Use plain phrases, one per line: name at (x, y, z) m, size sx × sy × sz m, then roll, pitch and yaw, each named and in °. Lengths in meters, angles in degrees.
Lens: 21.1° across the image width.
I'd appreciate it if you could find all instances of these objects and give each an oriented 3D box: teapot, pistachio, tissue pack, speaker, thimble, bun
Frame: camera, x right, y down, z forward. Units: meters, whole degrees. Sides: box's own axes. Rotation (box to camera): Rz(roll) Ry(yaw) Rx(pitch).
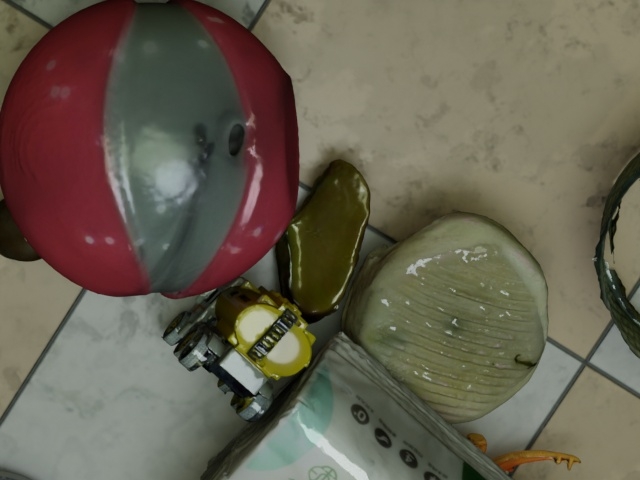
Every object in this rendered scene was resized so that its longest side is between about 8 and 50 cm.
teapot at (-0.274, -0.008, 1.725) m, size 0.110 × 0.080 × 0.085 m, roll 37°, pitch 74°, yaw -26°
pistachio at (0.000, 0.000, 1.765) m, size 0.089 × 0.049 × 0.173 m, roll 19°, pitch 95°, yaw 10°
tissue pack at (0.058, 0.307, 1.706) m, size 0.356 × 0.194 × 0.266 m, roll 40°, pitch 123°, yaw -4°
speaker at (-0.166, -0.087, 1.629) m, size 0.294 × 0.294 × 0.294 m, roll -1°, pitch 101°, yaw -7°
thimble at (0.411, 0.009, 1.741) m, size 0.271 × 0.150 × 0.271 m, roll 2°, pitch 102°, yaw 7°
bun at (0.126, 0.073, 1.765) m, size 0.210 × 0.116 × 0.237 m, roll 5°, pitch 115°, yaw -11°

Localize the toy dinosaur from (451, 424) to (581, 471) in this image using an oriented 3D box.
toy dinosaur at (0.126, 0.252, 1.827) m, size 0.288 × 0.070 × 0.117 m, roll 7°, pitch 111°, yaw -5°

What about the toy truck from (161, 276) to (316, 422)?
toy truck at (-0.075, 0.097, 1.689) m, size 0.098 × 0.227 × 0.114 m, roll 43°, pitch 86°, yaw -13°

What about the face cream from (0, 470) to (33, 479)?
face cream at (-0.344, 0.342, 1.759) m, size 0.206 × 0.111 × 0.206 m, roll -1°, pitch 102°, yaw -7°
